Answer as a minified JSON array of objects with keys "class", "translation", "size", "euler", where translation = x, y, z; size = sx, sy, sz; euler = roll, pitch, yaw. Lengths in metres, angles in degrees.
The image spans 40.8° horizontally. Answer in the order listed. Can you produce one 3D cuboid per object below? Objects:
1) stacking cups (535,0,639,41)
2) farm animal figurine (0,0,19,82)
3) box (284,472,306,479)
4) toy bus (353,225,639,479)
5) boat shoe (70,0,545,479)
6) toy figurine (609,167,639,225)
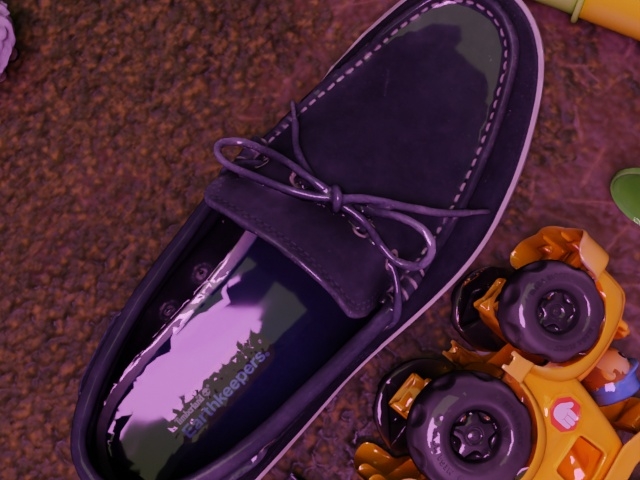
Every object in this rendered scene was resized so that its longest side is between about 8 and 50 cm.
[{"class":"stacking cups","translation":[0.138,-0.257,0.698],"size":[0.316,0.096,0.096],"euler":[26,83,11]},{"class":"farm animal figurine","translation":[-0.445,-0.093,0.680],"size":[0.327,0.172,0.330],"euler":[18,81,9]},{"class":"box","translation":[0.014,0.279,0.605],"size":[0.114,0.036,0.207],"euler":[-46,63,-6]},{"class":"toy bus","translation":[0.164,0.130,0.602],"size":[0.211,0.149,0.220],"euler":[38,82,-2]},{"class":"boat shoe","translation":[0.000,0.000,0.630],"size":[0.187,0.156,0.500],"euler":[37,84,13]},{"class":"toy figurine","translation":[0.336,-0.063,0.647],"size":[0.173,0.130,0.159],"euler":[27,68,34]}]
